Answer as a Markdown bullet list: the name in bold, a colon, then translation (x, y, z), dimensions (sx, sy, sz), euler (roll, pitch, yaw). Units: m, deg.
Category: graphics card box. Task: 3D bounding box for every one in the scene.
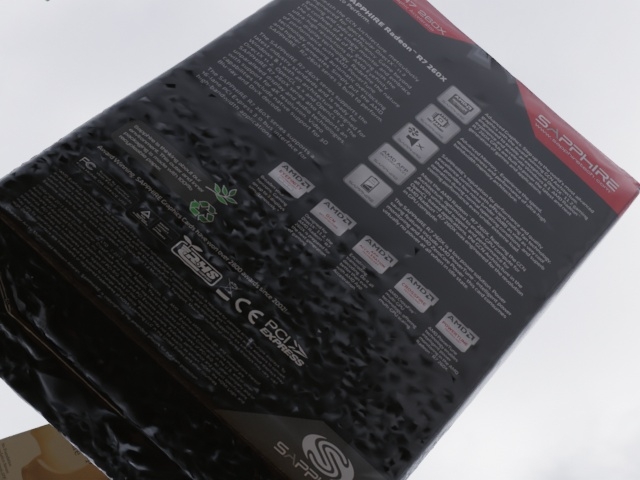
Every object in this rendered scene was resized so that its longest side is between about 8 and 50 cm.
- **graphics card box**: translation (0.000, 0.000, 0.930), dimensions (0.233, 0.371, 0.094), euler (42, -51, 4)

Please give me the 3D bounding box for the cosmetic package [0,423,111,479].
- **cosmetic package**: translation (-0.167, 0.154, 1.215), dimensions (0.115, 0.041, 0.060), euler (-19, -115, -18)
